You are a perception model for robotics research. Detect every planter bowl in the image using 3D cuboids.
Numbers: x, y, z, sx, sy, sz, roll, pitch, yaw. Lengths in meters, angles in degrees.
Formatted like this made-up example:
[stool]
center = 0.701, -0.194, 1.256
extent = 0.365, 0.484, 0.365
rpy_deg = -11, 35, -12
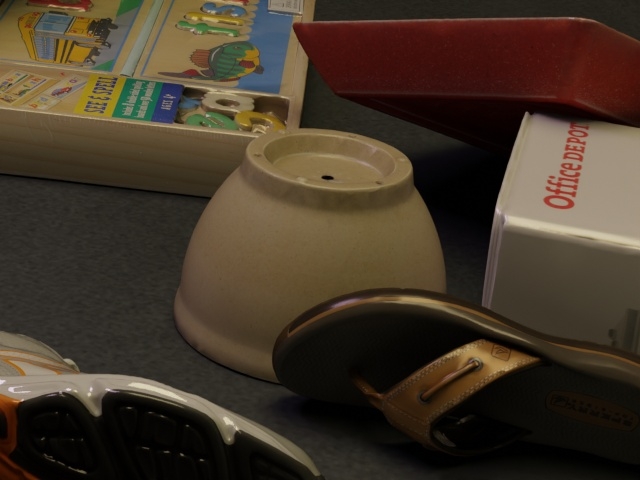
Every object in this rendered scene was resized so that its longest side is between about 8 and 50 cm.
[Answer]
[planter bowl]
center = 0.000, 0.000, 1.000
extent = 0.162, 0.109, 0.162
rpy_deg = 6, 23, -3

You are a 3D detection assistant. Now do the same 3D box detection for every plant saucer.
[plant saucer]
center = 0.150, -0.095, 1.184
extent = 0.259, 0.047, 0.258
rpy_deg = 7, -6, 45

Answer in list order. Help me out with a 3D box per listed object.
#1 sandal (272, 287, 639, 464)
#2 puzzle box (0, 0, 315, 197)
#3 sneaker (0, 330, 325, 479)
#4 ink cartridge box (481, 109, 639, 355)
[sandal]
center = 0.080, 0.083, 0.891
extent = 0.219, 0.090, 0.060
rpy_deg = 16, 46, 3
[puzzle box]
center = -0.145, -0.140, 1.356
extent = 0.272, 0.052, 0.409
rpy_deg = 6, 23, -1
[sneaker]
center = -0.121, 0.084, 0.796
extent = 0.262, 0.099, 0.121
rpy_deg = 11, 19, 7
[ink cartridge box]
center = 0.240, 0.027, 0.990
extent = 0.283, 0.117, 0.207
rpy_deg = 11, 23, 8
